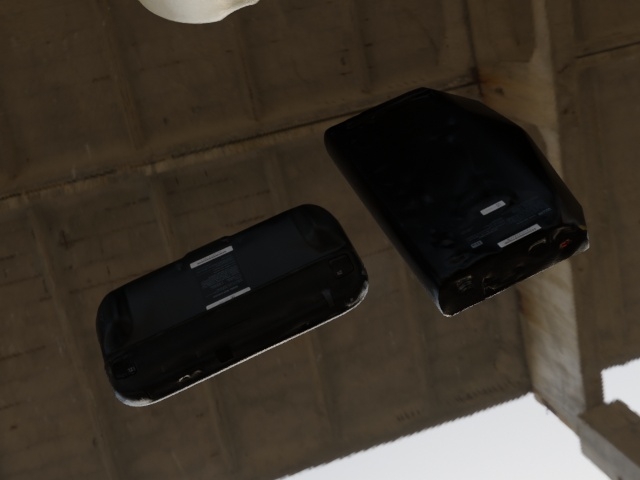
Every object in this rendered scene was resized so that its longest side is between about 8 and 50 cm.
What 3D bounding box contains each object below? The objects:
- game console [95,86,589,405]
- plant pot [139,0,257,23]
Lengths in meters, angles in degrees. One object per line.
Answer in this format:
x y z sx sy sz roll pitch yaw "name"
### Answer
0.000 0.000 0.575 0.361 0.213 0.044 -24 -48 -5 "game console"
-0.174 -0.449 0.930 0.333 0.334 0.305 -27 -25 -6 "plant pot"
